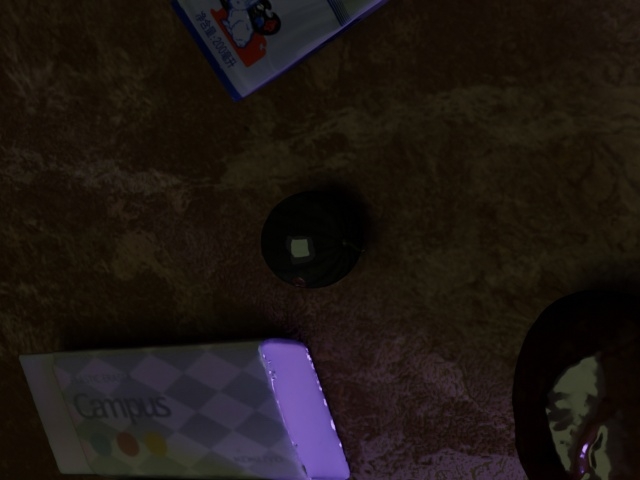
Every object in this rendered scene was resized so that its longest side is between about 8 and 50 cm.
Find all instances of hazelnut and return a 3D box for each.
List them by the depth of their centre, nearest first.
[{"bbox_3d":[0.289,0.162,1.572,0.218,0.218,0.233,-3,93,36],"label":"hazelnut"}]

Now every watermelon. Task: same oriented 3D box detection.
[{"bbox_3d":[0.000,0.000,1.725,0.133,0.105,0.105,6,117,44],"label":"watermelon"}]

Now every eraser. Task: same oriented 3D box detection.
[{"bbox_3d":[-0.172,0.209,1.970,0.397,0.082,0.213,-6,109,36],"label":"eraser"}]

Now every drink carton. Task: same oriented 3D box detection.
[{"bbox_3d":[0.009,-0.269,1.586,0.315,0.106,0.130,-31,96,39],"label":"drink carton"}]
